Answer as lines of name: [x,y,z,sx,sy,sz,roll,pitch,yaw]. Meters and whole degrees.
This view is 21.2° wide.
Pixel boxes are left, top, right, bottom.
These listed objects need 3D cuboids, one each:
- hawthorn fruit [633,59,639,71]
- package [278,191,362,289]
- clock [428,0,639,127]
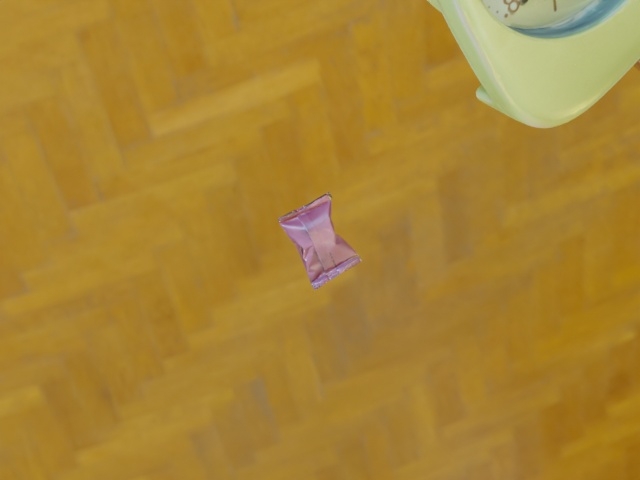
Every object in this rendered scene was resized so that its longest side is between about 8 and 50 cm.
hawthorn fruit: [0.333,-0.284,1.544,0.307,0.276,0.276,21,128,-35]
package: [0.000,0.000,1.682,0.059,0.029,0.083,-29,106,-11]
clock: [0.109,-0.186,0.904,0.170,0.069,0.232,-45,125,-6]
